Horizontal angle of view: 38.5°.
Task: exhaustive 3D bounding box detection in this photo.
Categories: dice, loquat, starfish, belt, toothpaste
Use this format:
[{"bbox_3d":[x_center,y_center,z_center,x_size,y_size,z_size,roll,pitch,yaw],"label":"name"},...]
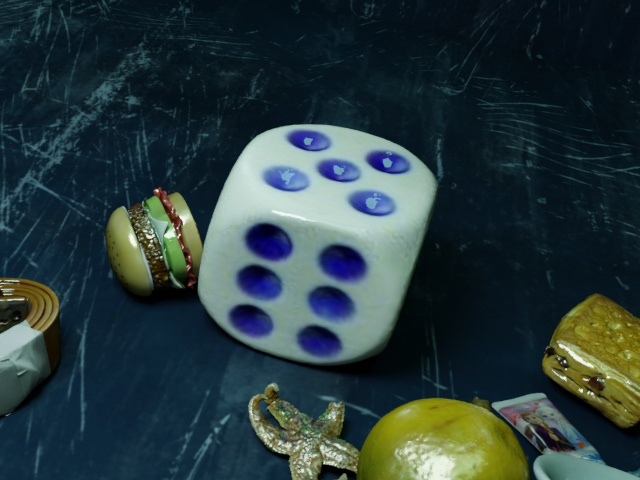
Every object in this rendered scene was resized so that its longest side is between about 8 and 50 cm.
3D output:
[{"bbox_3d":[0.000,0.000,1.431,0.304,0.277,0.304,19,33,4],"label":"dice"},{"bbox_3d":[0.159,0.284,1.129,0.213,0.213,0.246,25,45,17],"label":"loquat"},{"bbox_3d":[-0.008,0.277,1.244,0.210,0.053,0.150,26,49,12],"label":"starfish"},{"bbox_3d":[-0.467,0.146,1.220,0.184,0.105,0.261,29,35,26],"label":"belt"},{"bbox_3d":[0.354,0.306,1.308,0.096,0.061,0.266,-6,32,-24],"label":"toothpaste"}]

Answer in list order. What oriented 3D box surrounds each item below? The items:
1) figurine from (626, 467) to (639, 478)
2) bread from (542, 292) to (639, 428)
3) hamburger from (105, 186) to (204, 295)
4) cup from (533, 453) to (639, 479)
[{"bbox_3d":[0.486,0.341,1.292,0.136,0.077,0.079,-7,2,-3],"label":"figurine"},{"bbox_3d":[0.467,0.195,1.461,0.210,0.099,0.235,33,33,23],"label":"bread"},{"bbox_3d":[-0.265,0.011,1.438,0.137,0.175,0.175,-20,44,-16],"label":"hamburger"},{"bbox_3d":[0.377,0.392,1.031,0.347,0.163,0.347,22,4,-1],"label":"cup"}]
